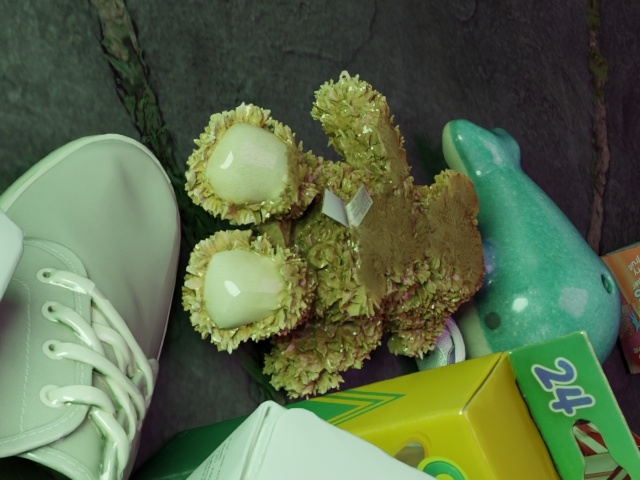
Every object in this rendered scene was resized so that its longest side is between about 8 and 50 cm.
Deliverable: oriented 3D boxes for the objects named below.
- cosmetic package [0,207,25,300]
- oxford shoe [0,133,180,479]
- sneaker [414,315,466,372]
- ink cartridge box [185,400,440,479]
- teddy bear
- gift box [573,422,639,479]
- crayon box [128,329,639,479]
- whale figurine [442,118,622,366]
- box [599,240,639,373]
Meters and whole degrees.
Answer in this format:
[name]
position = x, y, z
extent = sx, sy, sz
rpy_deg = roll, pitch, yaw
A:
[cosmetic package]
position = -0.305, 0.088, 0.665
extent = 0.217, 0.156, 0.385
rpy_deg = 49, 38, -34
[oxford shoe]
position = -0.157, 0.095, 0.907
extent = 0.169, 0.130, 0.449
rpy_deg = 51, 37, -25
[sneaker]
position = 0.083, 0.069, 1.350
extent = 0.058, 0.052, 0.135
rpy_deg = 9, 59, -43
[ink cartridge box]
position = -0.017, 0.232, 0.854
extent = 0.201, 0.278, 0.117
rpy_deg = 29, 48, -13
[teddy bear]
position = 0.000, 0.000, 1.192
extent = 0.338, 0.113, 0.245
rpy_deg = -22, 101, -55
[gift box]
position = 0.273, 0.307, 1.331
extent = 0.258, 0.276, 0.255
rpy_deg = -31, 103, -42
[crayon box]
position = 0.052, 0.195, 0.983
extent = 0.203, 0.323, 0.083
rpy_deg = 64, 34, -12
[whale figurine]
position = 0.194, 0.010, 1.447
extent = 0.216, 0.141, 0.272
rpy_deg = 8, 68, -54
[box]
position = 0.457, 0.047, 1.807
extent = 0.300, 0.154, 0.142
rpy_deg = -13, 86, -58
